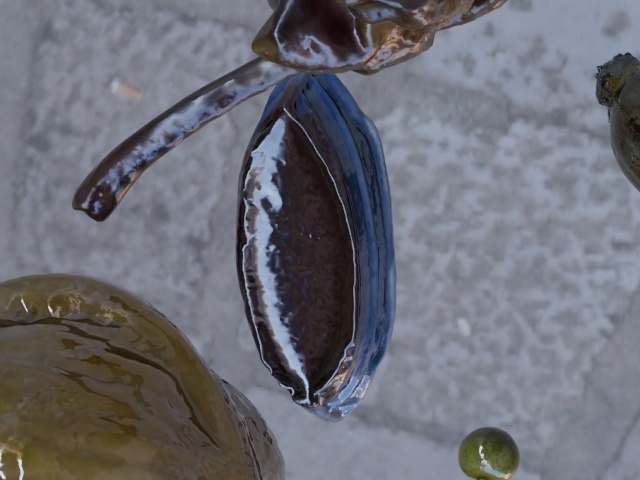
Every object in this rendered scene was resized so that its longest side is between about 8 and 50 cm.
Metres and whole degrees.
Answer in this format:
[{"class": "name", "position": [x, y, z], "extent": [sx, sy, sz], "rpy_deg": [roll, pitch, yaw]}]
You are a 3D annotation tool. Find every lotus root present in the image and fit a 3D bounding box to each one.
[{"class": "lotus root", "position": [0.310, -0.082, 1.296], "extent": [0.209, 0.120, 0.120], "rpy_deg": [43, 131, 19]}]

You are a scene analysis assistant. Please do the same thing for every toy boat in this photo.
[{"class": "toy boat", "position": [0.000, 0.000, 1.264], "extent": [0.129, 0.142, 0.309], "rpy_deg": [-2, 98, 18]}]

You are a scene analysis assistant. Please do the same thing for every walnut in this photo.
[{"class": "walnut", "position": [-0.094, 0.085, 0.539], "extent": [0.166, 0.149, 0.166], "rpy_deg": [0, 172, 0]}]

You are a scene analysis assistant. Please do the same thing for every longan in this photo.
[{"class": "longan", "position": [0.202, 0.266, 1.872], "extent": [0.075, 0.083, 0.075], "rpy_deg": [14, 172, 2]}]

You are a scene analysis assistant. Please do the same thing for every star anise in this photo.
[{"class": "star anise", "position": [0.025, -0.096, 0.490], "extent": [0.073, 0.177, 0.234], "rpy_deg": [50, 141, -12]}]
